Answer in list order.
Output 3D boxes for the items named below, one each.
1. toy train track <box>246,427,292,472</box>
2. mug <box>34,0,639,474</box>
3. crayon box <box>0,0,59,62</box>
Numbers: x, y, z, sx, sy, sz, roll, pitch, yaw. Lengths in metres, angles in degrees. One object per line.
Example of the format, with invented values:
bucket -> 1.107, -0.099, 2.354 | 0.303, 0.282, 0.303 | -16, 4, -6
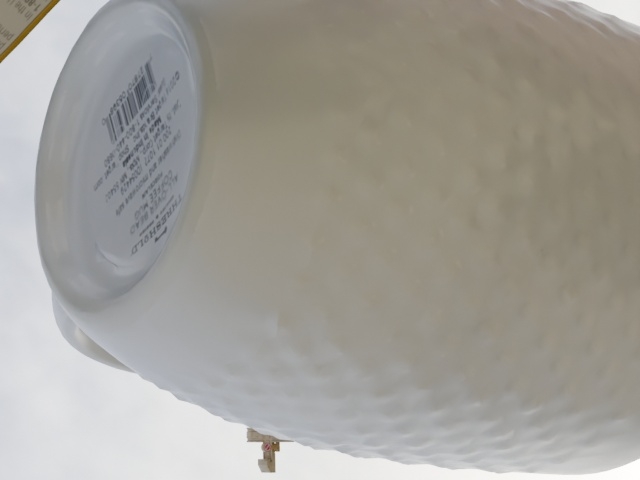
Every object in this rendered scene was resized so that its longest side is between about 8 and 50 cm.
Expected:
toy train track -> -0.037, 0.105, 0.939 | 0.014, 0.048, 0.083 | 6, -100, -40
mug -> 0.000, 0.000, 0.835 | 0.328, 0.374, 0.276 | 10, -119, -37
crayon box -> -0.219, -0.094, 0.510 | 0.323, 0.083, 0.203 | -48, -35, -3
